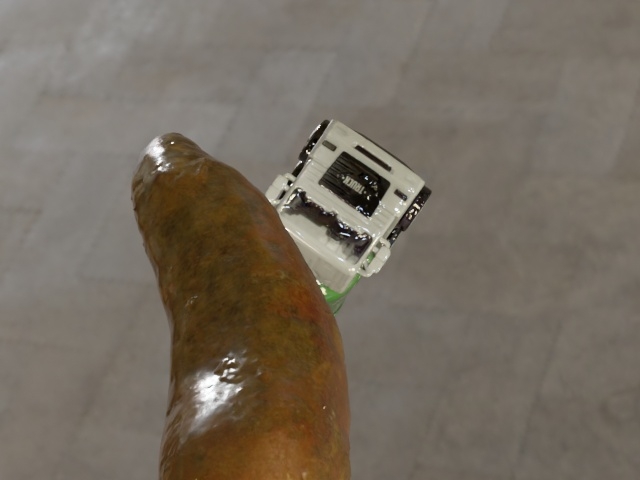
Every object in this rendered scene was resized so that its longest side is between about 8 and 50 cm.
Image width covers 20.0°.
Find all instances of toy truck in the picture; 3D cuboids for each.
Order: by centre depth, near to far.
[{"bbox_3d":[0.000,0.000,1.381,0.101,0.242,0.125,36,73,2],"label":"toy truck"}]

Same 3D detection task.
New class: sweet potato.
[{"bbox_3d":[-0.039,0.051,0.882,0.097,0.097,0.291,-17,46,6],"label":"sweet potato"}]
